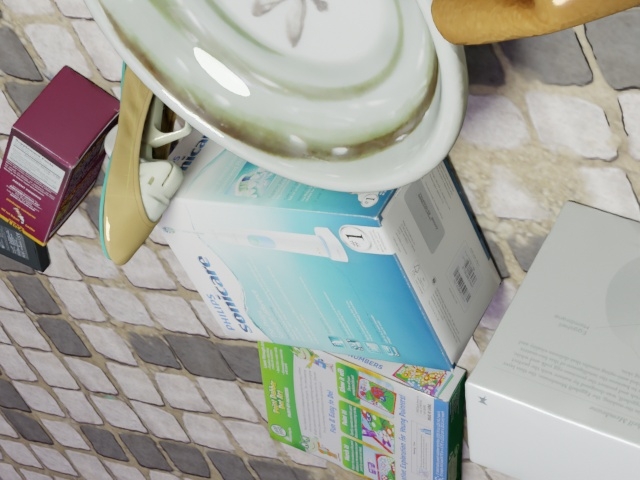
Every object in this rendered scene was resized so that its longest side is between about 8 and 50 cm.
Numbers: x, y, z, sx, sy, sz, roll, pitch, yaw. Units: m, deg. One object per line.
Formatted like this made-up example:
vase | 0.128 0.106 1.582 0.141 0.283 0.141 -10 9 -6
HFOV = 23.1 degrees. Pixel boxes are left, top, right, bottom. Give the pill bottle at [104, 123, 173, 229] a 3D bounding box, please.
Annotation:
pill bottle | -0.183 -0.069 1.685 0.067 0.067 0.120 13 142 28

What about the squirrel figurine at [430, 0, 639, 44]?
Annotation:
squirrel figurine | 0.176 -0.330 0.849 0.370 0.281 0.397 67 163 -13

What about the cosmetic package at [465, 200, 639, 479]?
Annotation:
cosmetic package | 0.275 0.116 1.383 0.224 0.225 0.138 19 144 22

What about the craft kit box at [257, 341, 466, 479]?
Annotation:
craft kit box | 0.048 0.195 1.841 0.246 0.061 0.250 19 145 17

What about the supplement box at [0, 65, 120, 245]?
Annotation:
supplement box | -0.292 -0.090 1.718 0.081 0.104 0.188 34 147 0

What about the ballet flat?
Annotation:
ballet flat | -0.163 -0.090 1.510 0.073 0.232 0.080 -1 164 18

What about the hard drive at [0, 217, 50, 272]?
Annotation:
hard drive | -0.410 -0.017 1.991 0.135 0.022 0.094 22 146 17

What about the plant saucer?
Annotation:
plant saucer | -0.036 -0.216 1.326 0.400 0.100 0.400 26 148 17

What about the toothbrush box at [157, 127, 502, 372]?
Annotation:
toothbrush box | 0.000 0.000 1.562 0.295 0.126 0.216 4 138 36
